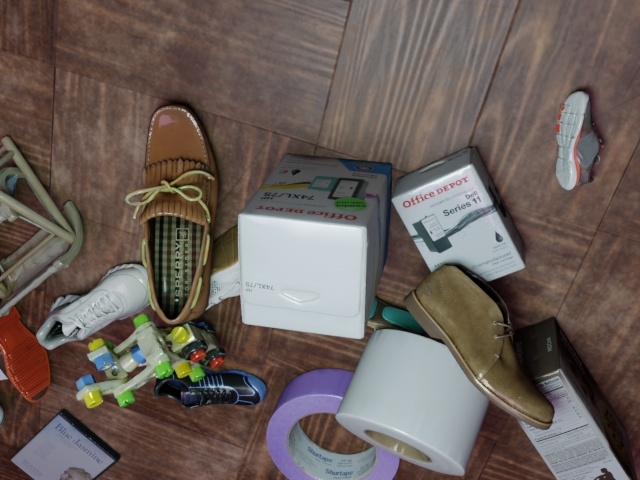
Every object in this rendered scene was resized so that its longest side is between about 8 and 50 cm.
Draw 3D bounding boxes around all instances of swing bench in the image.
[{"bbox_3d":[-0.625,-0.014,1.404,0.253,0.165,0.255,-33,110,25],"label":"swing bench"}]

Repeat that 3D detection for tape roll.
[{"bbox_3d":[0.168,0.289,1.285,0.246,0.169,0.246,23,158,10],"label":"tape roll"},{"bbox_3d":[0.031,0.401,1.486,0.274,0.090,0.275,5,117,11],"label":"tape roll"}]

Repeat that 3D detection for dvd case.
[{"bbox_3d":[-0.622,0.530,1.753,0.180,0.022,0.253,44,118,-9],"label":"dvd case"}]

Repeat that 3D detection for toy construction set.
[{"bbox_3d":[-0.310,0.226,1.374,0.215,0.327,0.151,-32,84,2],"label":"toy construction set"}]

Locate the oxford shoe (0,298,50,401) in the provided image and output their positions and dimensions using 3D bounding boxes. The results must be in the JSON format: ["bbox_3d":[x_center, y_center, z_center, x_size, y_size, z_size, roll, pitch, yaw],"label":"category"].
[{"bbox_3d":[-0.686,0.235,1.594,0.098,0.097,0.271,-4,112,38],"label":"oxford shoe"}]

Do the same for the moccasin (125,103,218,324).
[{"bbox_3d":[-0.255,-0.046,1.247,0.139,0.147,0.380,5,90,-1],"label":"moccasin"}]

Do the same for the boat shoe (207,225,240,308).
[{"bbox_3d":[-0.174,0.060,1.371,0.277,0.098,0.096,-33,127,25],"label":"boat shoe"}]

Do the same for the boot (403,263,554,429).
[{"bbox_3d":[0.274,0.165,1.155,0.305,0.112,0.115,48,108,17],"label":"boot"}]

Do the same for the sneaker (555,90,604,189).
[{"bbox_3d":[0.413,-0.160,1.137,0.065,0.061,0.158,-8,118,-12],"label":"sneaker"}]

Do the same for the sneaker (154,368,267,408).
[{"bbox_3d":[-0.233,0.317,1.508,0.232,0.090,0.081,8,118,10],"label":"sneaker"}]

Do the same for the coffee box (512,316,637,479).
[{"bbox_3d":[0.440,0.310,1.293,0.119,0.168,0.297,-28,106,25],"label":"coffee box"}]

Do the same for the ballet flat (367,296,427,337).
[{"bbox_3d":[0.100,0.144,1.354,0.206,0.073,0.067,27,134,4],"label":"ballet flat"}]

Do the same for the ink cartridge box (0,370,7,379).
[{"bbox_3d":[-0.750,0.289,1.660,0.115,0.029,0.063,-7,114,16],"label":"ink cartridge box"}]

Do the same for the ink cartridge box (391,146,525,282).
[{"bbox_3d":[0.234,-0.030,1.218,0.153,0.087,0.208,-24,108,24],"label":"ink cartridge box"}]

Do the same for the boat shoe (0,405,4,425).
[{"bbox_3d":[-0.866,0.451,1.735,0.335,0.121,0.119,-9,122,30],"label":"boat shoe"}]

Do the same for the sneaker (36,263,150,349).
[{"bbox_3d":[-0.454,0.142,1.463,0.292,0.118,0.110,-27,105,23],"label":"sneaker"}]

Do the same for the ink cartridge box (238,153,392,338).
[{"bbox_3d":[0.000,0.000,1.187,0.198,0.270,0.197,6,117,10],"label":"ink cartridge box"}]
